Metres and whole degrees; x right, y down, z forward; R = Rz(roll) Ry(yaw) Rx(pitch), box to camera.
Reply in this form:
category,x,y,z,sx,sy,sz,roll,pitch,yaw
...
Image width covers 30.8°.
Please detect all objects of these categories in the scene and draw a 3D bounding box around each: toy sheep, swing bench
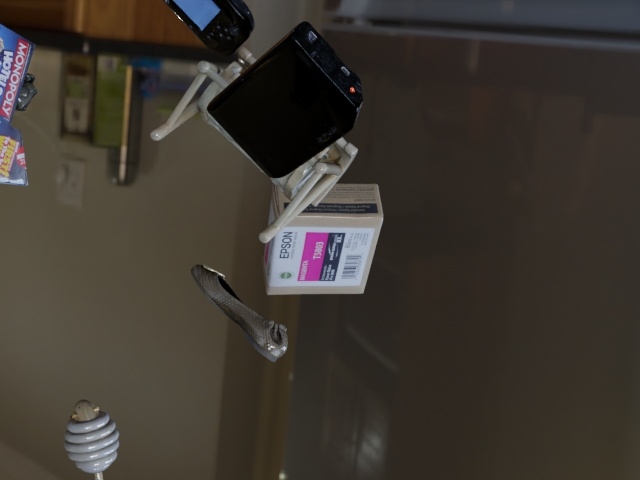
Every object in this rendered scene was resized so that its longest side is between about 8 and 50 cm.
category,x,y,z,sx,sy,sz,roll,pitch,yaw
toy sheep,-0.343,0.302,1.743,0.091,0.132,0.091,-14,-170,3
swing bench,-0.090,-0.166,1.856,0.253,0.165,0.254,42,-155,3

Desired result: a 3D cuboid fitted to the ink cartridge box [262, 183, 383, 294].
category,x,y,z,sx,sy,sz,roll,pitch,yaw
ink cartridge box,0.000,0.000,2.130,0.193,0.235,0.088,-1,-128,-9

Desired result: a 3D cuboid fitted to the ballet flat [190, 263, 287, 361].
category,x,y,z,sx,sy,sz,roll,pitch,yaw
ballet flat,-0.135,0.111,1.977,0.250,0.058,0.084,43,-173,36

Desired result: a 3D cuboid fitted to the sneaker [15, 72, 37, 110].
category,x,y,z,sx,sy,sz,roll,pitch,yaw
sneaker,-0.612,-0.317,2.175,0.130,0.087,0.227,18,159,30

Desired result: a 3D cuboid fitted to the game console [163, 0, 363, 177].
category,x,y,z,sx,sy,sz,roll,pitch,yaw
game console,-0.115,-0.242,1.390,0.213,0.361,0.044,-31,-165,51

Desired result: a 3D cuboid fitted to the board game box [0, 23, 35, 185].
category,x,y,z,sx,sy,sz,roll,pitch,yaw
board game box,-0.379,-0.137,1.219,0.060,0.194,0.194,9,168,32
